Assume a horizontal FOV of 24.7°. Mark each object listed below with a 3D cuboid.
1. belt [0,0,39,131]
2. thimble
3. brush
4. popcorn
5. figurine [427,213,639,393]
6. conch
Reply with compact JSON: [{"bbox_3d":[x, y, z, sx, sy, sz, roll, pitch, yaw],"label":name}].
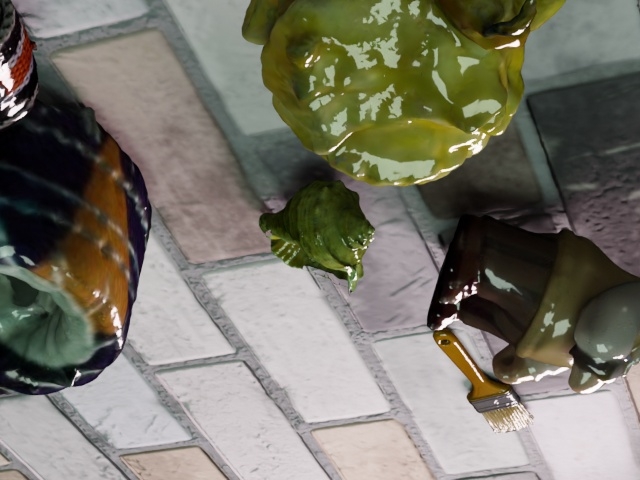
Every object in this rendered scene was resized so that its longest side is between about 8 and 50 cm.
[{"bbox_3d":[-0.357,-0.107,0.916,0.359,0.126,0.094,-2,145,5],"label":"belt"},{"bbox_3d":[-0.243,0.005,1.039,0.237,0.150,0.237,3,145,2],"label":"thimble"},{"bbox_3d":[0.139,0.123,1.282,0.043,0.014,0.170,-17,138,23],"label":"brush"},{"bbox_3d":[0.059,-0.119,0.837,0.195,0.173,0.168,-22,104,30],"label":"popcorn"},{"bbox_3d":[0.264,0.090,1.065,0.365,0.206,0.218,5,145,-2],"label":"figurine"},{"bbox_3d":[0.000,0.000,1.072,0.121,0.074,0.089,-4,110,47],"label":"conch"}]
